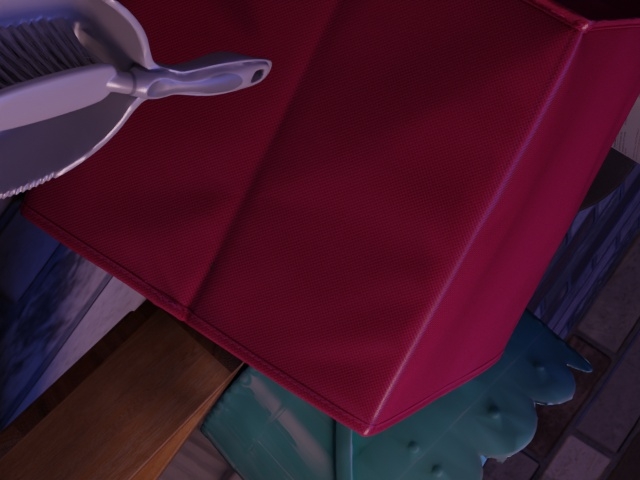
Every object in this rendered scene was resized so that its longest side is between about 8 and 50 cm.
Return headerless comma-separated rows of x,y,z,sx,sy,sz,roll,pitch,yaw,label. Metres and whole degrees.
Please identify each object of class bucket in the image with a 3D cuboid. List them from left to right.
0.055,0.124,1.435,0.281,0.183,0.281,-45,175,-5,bucket

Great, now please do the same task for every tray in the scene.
-0.200,0.205,1.173,0.203,0.076,0.411,-45,175,-38,tray

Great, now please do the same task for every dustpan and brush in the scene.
-0.116,-0.082,0.935,0.211,0.060,0.147,-19,142,-42,dustpan and brush

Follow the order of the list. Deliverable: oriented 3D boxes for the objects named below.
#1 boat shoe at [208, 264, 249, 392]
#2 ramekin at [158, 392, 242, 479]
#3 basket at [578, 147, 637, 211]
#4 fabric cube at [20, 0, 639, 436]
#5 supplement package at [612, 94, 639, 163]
-0.036,-0.009,1.364,0.302,0.113,0.103,-54,170,32,boat shoe
-0.096,0.213,1.606,0.207,0.109,0.207,-52,164,-21,ramekin
0.234,-0.115,1.871,0.204,0.154,0.227,-60,166,12,basket
0.024,-0.078,1.114,0.258,0.259,0.254,-64,163,18,fabric cube
0.264,-0.214,1.685,0.194,0.203,0.149,-53,165,-12,supplement package
